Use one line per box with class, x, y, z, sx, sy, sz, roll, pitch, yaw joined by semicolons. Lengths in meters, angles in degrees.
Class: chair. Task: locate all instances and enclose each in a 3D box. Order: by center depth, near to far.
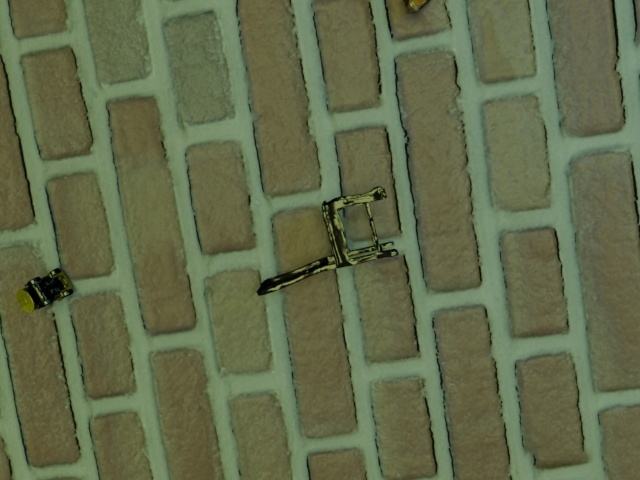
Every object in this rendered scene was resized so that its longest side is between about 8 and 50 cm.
chair;0.000;0.000;1.077;0.229;0.106;0.113;-15;95;3

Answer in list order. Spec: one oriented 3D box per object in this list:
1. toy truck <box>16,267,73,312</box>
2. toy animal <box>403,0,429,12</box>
toy truck;-0.443;0.081;1.121;0.054;0.083;0.049;-29;94;20
toy animal;0.076;-0.462;1.047;0.255;0.116;0.114;31;54;5
